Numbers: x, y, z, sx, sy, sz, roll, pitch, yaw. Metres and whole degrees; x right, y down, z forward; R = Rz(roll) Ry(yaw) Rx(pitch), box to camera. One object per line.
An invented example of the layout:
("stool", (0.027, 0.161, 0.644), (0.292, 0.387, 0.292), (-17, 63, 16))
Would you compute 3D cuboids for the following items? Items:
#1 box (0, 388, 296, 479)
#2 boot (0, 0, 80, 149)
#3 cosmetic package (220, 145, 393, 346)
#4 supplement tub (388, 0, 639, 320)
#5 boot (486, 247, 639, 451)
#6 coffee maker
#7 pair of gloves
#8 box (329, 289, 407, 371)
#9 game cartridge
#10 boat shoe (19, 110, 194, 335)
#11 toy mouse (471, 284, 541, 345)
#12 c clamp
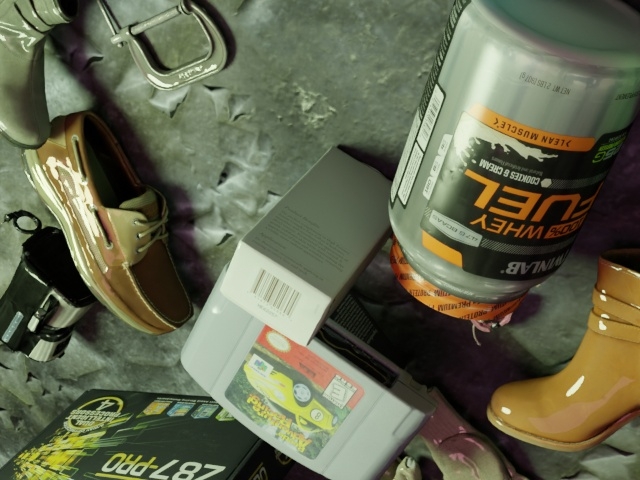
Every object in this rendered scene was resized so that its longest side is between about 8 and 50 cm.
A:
("box", (-0.265, 0.341, 1.418), (0.395, 0.318, 0.097), (0, 118, 30))
("boot", (-0.349, -0.245, 1.209), (0.161, 0.083, 0.246), (-18, 86, 37))
("cosmetic package", (0.000, 0.000, 1.109), (0.117, 0.231, 0.085), (33, 129, 8))
("supplement tub", (0.181, -0.085, 0.979), (0.194, 0.193, 0.316), (26, 129, 13))
("boot", (0.309, 0.118, 1.087), (0.284, 0.109, 0.220), (0, 120, 27))
("coffee maker", (-0.411, 0.069, 1.476), (0.178, 0.120, 0.171), (-47, 68, 39))
("pair of gloves", (0.144, 0.312, 1.349), (0.204, 0.042, 0.240), (46, 128, 1))
("box", (-0.016, 0.136, 1.285), (0.153, 0.108, 0.207), (-31, 101, 38))
("game cartridge", (-0.025, 0.172, 1.209), (0.294, 0.060, 0.196), (34, 133, 6))
("boat shoe", (-0.264, -0.023, 1.318), (0.120, 0.122, 0.324), (-24, 105, 32))
("toy mouse", (0.191, 0.050, 1.163), (0.143, 0.031, 0.161), (-10, 114, 34))
("c clamp", (-0.187, -0.245, 1.197), (0.161, 0.022, 0.137), (-8, 114, 33))
